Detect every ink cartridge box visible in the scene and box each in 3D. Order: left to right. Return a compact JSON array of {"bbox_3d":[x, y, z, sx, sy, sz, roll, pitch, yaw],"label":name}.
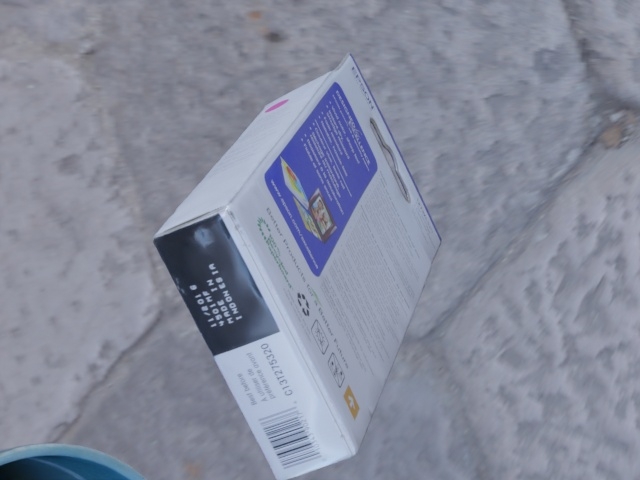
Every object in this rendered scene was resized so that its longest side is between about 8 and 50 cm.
[{"bbox_3d":[0.000,0.000,1.138,0.069,0.371,0.176,-21,104,22],"label":"ink cartridge box"}]

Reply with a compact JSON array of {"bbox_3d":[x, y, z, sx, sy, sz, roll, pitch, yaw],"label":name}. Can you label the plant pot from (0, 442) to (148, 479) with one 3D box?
[{"bbox_3d":[-0.253,0.257,1.040,0.255,0.271,0.272,-2,96,43],"label":"plant pot"}]
